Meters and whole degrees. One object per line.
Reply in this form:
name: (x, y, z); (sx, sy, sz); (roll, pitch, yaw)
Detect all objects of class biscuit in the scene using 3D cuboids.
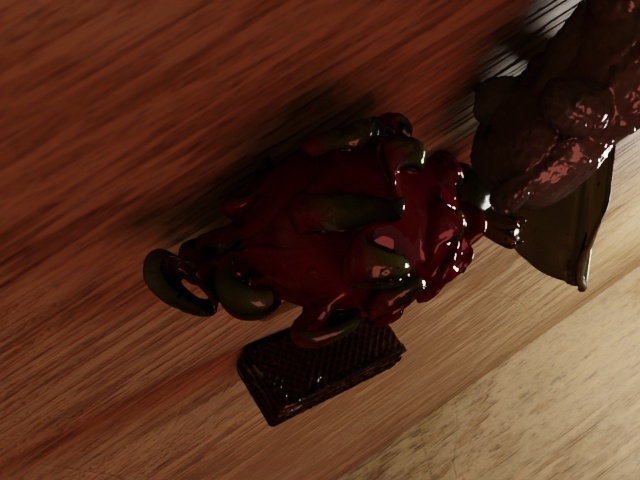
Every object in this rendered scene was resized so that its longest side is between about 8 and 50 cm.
biscuit: (0.009, 0.173, 0.933); (0.252, 0.106, 0.070); (-17, 149, -34)

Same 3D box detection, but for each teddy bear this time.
teddy bear: (0.261, -0.152, 0.650); (0.267, 0.151, 0.236); (-44, -178, 37)

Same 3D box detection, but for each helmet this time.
helmet: (0.360, -0.044, 0.979); (0.257, 0.137, 0.204); (79, 29, -45)

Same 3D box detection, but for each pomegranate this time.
pomegranate: (0.174, -0.032, 0.759); (0.114, 0.142, 0.114); (-36, 140, -38)

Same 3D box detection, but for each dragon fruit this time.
dragon fruit: (0.008, 0.005, 0.570); (0.273, 0.218, 0.198); (-33, 117, 4)

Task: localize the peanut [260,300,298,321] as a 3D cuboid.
peanut: (-0.025, 0.036, 0.702); (0.152, 0.076, 0.076); (-28, 153, -29)
